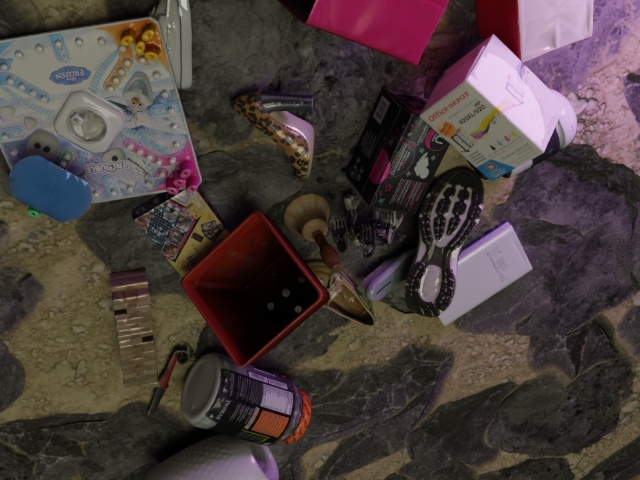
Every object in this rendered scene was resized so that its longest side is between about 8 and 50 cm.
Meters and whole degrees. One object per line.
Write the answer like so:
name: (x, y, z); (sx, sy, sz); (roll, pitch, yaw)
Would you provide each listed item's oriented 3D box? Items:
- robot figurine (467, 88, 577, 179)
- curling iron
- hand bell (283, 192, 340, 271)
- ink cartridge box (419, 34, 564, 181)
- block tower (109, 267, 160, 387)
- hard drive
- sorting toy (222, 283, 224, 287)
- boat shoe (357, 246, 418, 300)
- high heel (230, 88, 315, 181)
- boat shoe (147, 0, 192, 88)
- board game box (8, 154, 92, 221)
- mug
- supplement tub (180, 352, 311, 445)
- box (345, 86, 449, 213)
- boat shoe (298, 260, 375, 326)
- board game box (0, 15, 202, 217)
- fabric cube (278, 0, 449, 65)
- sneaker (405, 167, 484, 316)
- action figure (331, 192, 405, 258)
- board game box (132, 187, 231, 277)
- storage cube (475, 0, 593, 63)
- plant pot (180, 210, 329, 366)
robot figurine: (0.500, -0.267, 1.762); (0.278, 0.209, 0.173); (-29, 85, 2)
curling iron: (-0.426, 0.397, 1.969); (0.068, 0.035, 0.274); (18, 116, -30)
hand bell: (0.000, 0.000, 1.713); (0.126, 0.242, 0.126); (-11, 128, -14)
ink cartridge box: (0.373, -0.286, 1.538); (0.233, 0.168, 0.171); (39, 148, -12)
block tower: (-0.475, 0.235, 1.800); (0.097, 0.091, 0.335); (-8, 126, -14)
hard drive: (0.460, 0.104, 2.092); (0.319, 0.040, 0.210); (-34, 129, 5)
sorting toy: (-0.267, 0.141, 1.841); (0.061, 0.042, 0.102); (3, 122, -23)
boat shoe: (0.198, 0.079, 1.955); (0.226, 0.076, 0.083); (-32, 128, -25)
high heel: (-0.107, -0.240, 1.626); (0.186, 0.093, 0.261); (4, 138, 3)
boat shoe: (-0.304, -0.418, 1.392); (0.084, 0.095, 0.258); (-10, 126, -19)
board game box: (-0.561, -0.113, 1.469); (0.169, 0.033, 0.133); (31, 124, -21)
mug: (-0.291, 0.728, 2.128); (0.328, 0.276, 0.374); (-31, 163, 7)
supplement tub: (-0.205, 0.458, 1.988); (0.338, 0.207, 0.207); (28, 111, -34)
box: (0.191, -0.213, 1.684); (0.142, 0.163, 0.247); (9, 120, -29)
boat shoe: (0.053, 0.149, 1.938); (0.285, 0.089, 0.104); (31, 110, -34)
board game box: (-0.477, -0.234, 1.436); (0.390, 0.050, 0.390); (-9, 128, 0)
fabric cube: (0.091, -0.530, 1.362); (0.258, 0.254, 0.259); (12, 118, -30)
sneaker: (0.332, -0.002, 1.920); (0.158, 0.182, 0.410); (20, 98, 9)
action figure: (0.125, -0.039, 1.764); (0.164, 0.276, 0.140); (11, 102, 15)
board game box: (-0.319, -0.019, 1.706); (0.165, 0.042, 0.243); (-30, 129, 1)
storage cube: (0.467, -0.530, 1.542); (0.184, 0.193, 0.215); (-21, 128, -6)
plant pot: (-0.129, 0.123, 1.732); (0.267, 0.267, 0.236); (-41, 163, 10)
